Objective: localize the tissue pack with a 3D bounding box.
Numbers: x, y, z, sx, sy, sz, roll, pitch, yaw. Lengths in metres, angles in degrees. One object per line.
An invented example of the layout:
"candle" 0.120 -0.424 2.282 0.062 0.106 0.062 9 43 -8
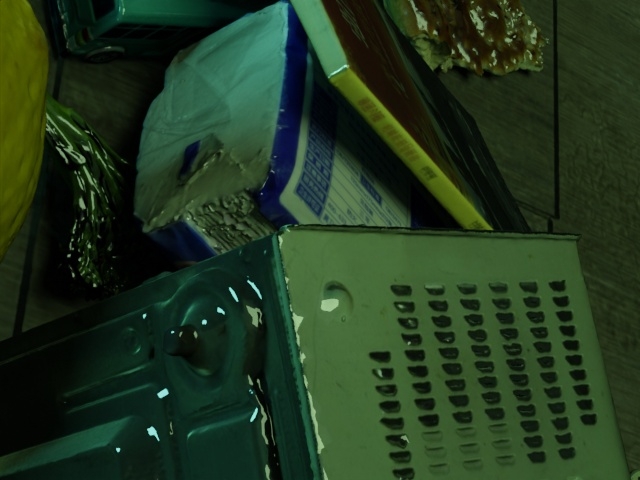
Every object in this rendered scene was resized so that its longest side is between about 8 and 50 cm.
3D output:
"tissue pack" 0.000 0.000 1.219 0.270 0.137 0.209 48 27 -34

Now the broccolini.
"broccolini" -0.195 -0.050 1.123 0.271 0.062 0.123 39 36 -41

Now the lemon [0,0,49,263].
"lemon" -0.297 -0.083 0.892 0.336 0.336 0.336 18 62 -38

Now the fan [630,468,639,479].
"fan" 0.283 0.227 1.529 0.080 0.003 0.060 18 63 -37

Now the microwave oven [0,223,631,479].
"microwave oven" -0.054 0.186 0.945 0.247 0.394 0.333 -1 75 -44

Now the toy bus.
"toy bus" -0.105 -0.173 1.253 0.160 0.092 0.079 -3 77 -44

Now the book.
"book" 0.065 -0.096 1.274 0.374 0.028 0.262 45 17 -46

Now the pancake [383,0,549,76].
"pancake" 0.122 -0.238 1.519 0.244 0.057 0.266 31 54 -32
